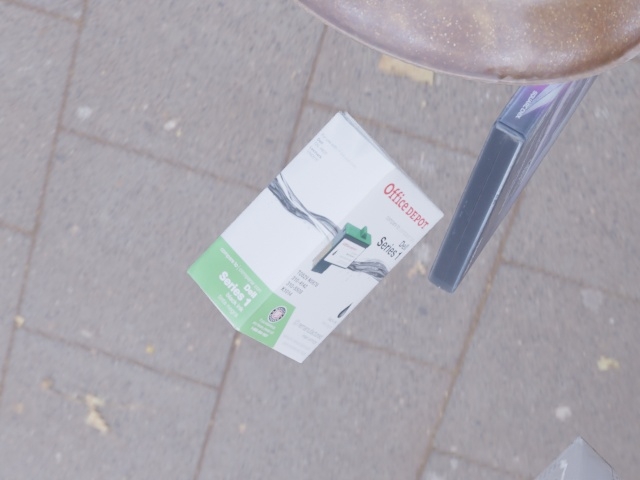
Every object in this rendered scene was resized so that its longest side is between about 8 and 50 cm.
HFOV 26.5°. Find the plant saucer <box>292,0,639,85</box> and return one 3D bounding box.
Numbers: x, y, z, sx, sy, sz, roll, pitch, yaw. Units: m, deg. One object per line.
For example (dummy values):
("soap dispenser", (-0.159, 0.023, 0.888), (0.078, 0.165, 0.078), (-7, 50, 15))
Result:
("plant saucer", (0.044, -0.133, 0.513), (0.198, 0.198, 0.036), (29, 67, -7))

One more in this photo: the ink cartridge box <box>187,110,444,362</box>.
("ink cartridge box", (0.000, 0.000, 1.350), (0.219, 0.160, 0.092), (-46, 62, 5))

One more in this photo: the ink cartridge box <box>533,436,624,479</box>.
("ink cartridge box", (0.066, 0.245, 0.615), (0.130, 0.309, 0.272), (45, 98, 9))

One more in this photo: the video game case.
("video game case", (0.167, -0.110, 0.937), (0.026, 0.274, 0.196), (32, 151, 10))
